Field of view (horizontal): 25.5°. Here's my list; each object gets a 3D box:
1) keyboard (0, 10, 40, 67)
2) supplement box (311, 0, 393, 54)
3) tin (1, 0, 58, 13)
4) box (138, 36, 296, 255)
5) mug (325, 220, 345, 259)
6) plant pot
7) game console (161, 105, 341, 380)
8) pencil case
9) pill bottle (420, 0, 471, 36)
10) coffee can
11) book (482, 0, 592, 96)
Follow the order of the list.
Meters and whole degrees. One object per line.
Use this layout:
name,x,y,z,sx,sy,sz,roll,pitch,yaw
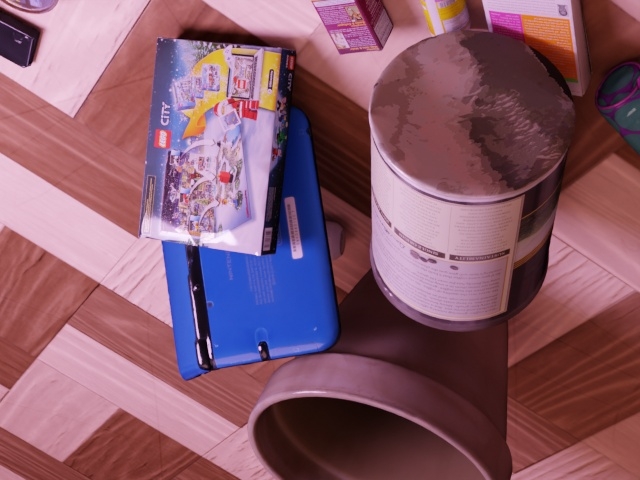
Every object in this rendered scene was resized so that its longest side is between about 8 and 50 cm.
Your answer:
keyboard,-0.426,-0.281,1.719,0.180,0.023,0.108,27,151,-5
supplement box,0.033,-0.240,1.477,0.055,0.043,0.083,-1,137,32
tin,-0.342,-0.336,1.585,0.106,0.040,0.190,13,143,10
box,-0.118,-0.108,1.607,0.159,0.233,0.044,9,-174,23
mug,-0.001,-0.003,1.808,0.064,0.078,0.062,4,108,14
plant pot,0.109,0.177,1.768,0.323,0.280,0.323,17,144,12
game console,-0.099,0.009,1.726,0.250,0.293,0.173,-10,172,12
pencil case,0.346,-0.112,1.438,0.151,0.064,0.070,41,158,-23
pill bottle,0.127,-0.231,1.432,0.043,0.043,0.083,5,141,26
coffee can,0.151,-0.055,1.481,0.201,0.201,0.275,16,152,12
book,0.214,-0.213,1.415,0.096,0.035,0.144,10,142,26
